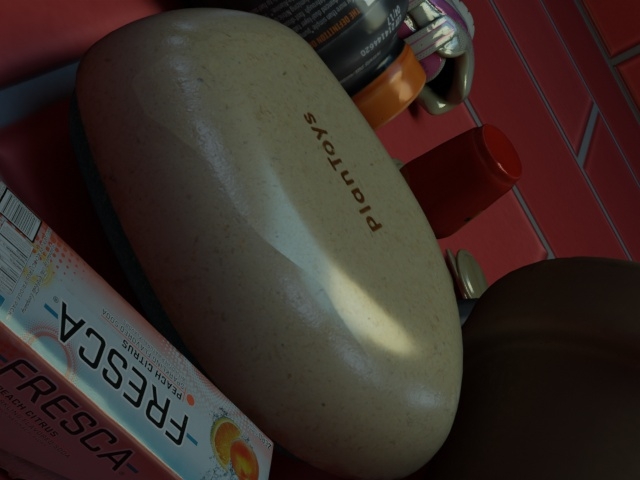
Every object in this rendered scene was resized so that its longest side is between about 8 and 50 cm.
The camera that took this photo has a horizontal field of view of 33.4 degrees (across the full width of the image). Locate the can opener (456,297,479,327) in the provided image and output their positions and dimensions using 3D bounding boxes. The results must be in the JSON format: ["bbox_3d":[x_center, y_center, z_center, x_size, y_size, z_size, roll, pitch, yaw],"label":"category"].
[{"bbox_3d":[0.101,0.134,0.748,0.059,0.073,0.186,19,59,-67],"label":"can opener"}]

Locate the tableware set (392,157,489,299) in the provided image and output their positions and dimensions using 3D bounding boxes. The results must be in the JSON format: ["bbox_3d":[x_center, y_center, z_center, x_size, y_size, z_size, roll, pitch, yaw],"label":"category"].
[{"bbox_3d":[0.100,0.000,0.915,0.169,0.020,0.141,10,59,-61],"label":"tableware set"}]

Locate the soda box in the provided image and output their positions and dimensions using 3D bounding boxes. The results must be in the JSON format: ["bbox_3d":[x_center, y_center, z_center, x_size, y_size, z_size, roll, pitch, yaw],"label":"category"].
[{"bbox_3d":[-0.098,0.060,0.422,0.183,0.063,0.058,49,29,-27],"label":"soda box"}]

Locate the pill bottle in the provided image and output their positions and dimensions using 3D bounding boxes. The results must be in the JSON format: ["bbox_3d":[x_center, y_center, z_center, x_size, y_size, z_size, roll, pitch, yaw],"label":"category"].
[{"bbox_3d":[-0.027,-0.183,0.714,0.245,0.130,0.130,54,27,-21],"label":"pill bottle"}]

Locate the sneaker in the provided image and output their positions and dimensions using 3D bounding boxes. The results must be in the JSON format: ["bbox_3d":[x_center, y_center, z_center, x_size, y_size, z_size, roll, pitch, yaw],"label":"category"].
[{"bbox_3d":[0.078,-0.204,0.969,0.252,0.103,0.111,34,36,-46],"label":"sneaker"}]

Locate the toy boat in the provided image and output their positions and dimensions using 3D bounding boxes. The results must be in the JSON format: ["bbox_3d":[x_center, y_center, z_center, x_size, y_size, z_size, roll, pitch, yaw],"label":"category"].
[{"bbox_3d":[0.000,0.000,0.608,0.318,0.148,0.267,-17,76,-57],"label":"toy boat"}]

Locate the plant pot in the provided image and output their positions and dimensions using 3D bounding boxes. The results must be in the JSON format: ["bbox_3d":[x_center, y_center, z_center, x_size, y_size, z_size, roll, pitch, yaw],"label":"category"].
[{"bbox_3d":[0.142,0.176,0.577,0.229,0.263,0.263,-48,113,-31],"label":"plant pot"}]
